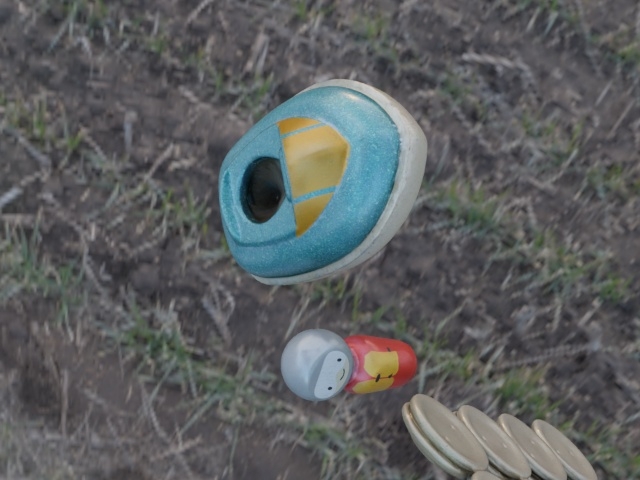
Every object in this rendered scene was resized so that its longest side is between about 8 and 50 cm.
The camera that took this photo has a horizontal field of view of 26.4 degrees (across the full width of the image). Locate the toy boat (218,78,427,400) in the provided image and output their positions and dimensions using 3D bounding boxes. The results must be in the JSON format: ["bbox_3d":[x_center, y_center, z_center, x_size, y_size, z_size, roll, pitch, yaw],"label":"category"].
[{"bbox_3d":[0.000,0.000,1.324,0.148,0.267,0.318,4,65,-43],"label":"toy boat"}]

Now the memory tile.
[{"bbox_3d":[0.092,0.107,0.510,0.012,0.148,0.113,-47,59,14],"label":"memory tile"}]
